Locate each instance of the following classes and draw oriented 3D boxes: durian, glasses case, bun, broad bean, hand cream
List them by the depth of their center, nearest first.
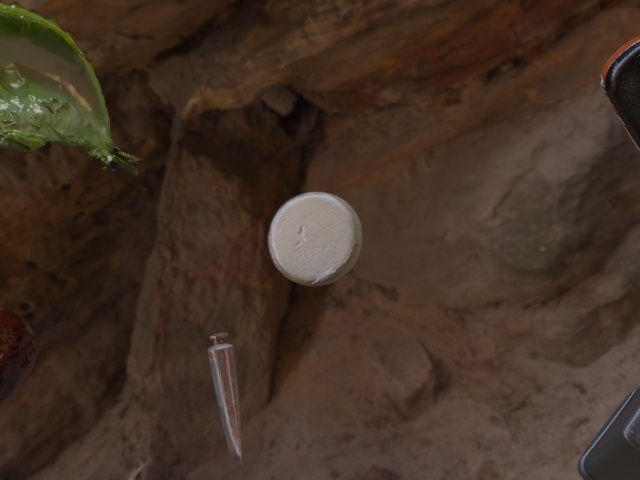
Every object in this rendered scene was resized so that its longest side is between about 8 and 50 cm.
[{"bbox_3d":[-0.204,-0.094,0.515,0.086,0.100,0.215,-26,-15,26],"label":"durian"},{"bbox_3d":[-0.467,0.170,0.957,0.228,0.122,0.156,-30,-29,-45],"label":"broad bean"},{"bbox_3d":[0.462,-0.157,1.010,0.103,0.267,0.067,-36,32,15],"label":"glasses case"},{"bbox_3d":[0.000,0.000,1.098,0.138,0.138,0.094,-37,-18,14],"label":"bun"},{"bbox_3d":[-0.150,0.256,1.246,0.043,0.210,0.067,-8,1,-23],"label":"hand cream"}]

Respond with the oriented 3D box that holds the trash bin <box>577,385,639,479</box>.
[{"bbox_3d":[0.445,0.261,1.029,0.176,0.101,0.236,-42,-24,-19],"label":"trash bin"}]
